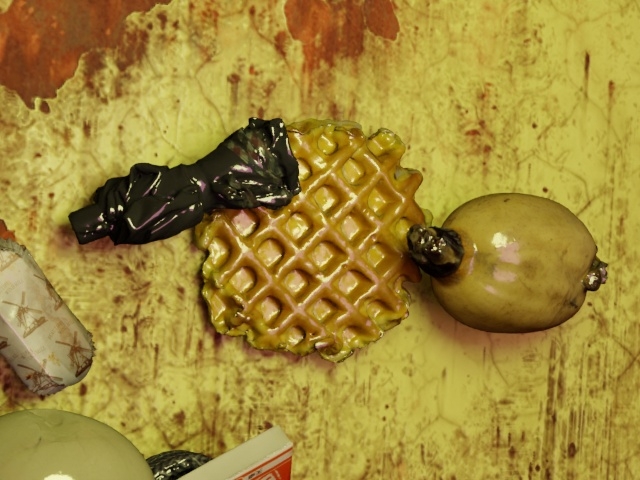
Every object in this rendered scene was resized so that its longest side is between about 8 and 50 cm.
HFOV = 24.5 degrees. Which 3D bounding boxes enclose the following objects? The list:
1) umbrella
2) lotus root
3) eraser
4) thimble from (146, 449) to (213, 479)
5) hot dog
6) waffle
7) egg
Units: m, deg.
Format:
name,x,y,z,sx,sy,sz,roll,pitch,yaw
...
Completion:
name,x,y,z,sx,sy,sz,roll,pitch,yaw
umbrella,-0.153,-0.057,1.683,0.272,0.122,0.110,-19,140,-11
lotus root,0.221,0.027,1.856,0.310,0.182,0.183,5,89,-43
eraser,-0.108,0.323,1.704,0.157,0.038,0.230,-27,146,-25
thimble,-0.166,0.297,1.736,0.104,0.066,0.095,-1,89,-28
hot dog,-0.331,0.088,1.651,0.108,0.059,0.191,-45,107,-33
waffle,0.000,0.000,1.814,0.324,0.068,0.302,2,88,-22
egg,-0.302,0.290,1.581,0.269,0.219,0.219,6,89,-39
